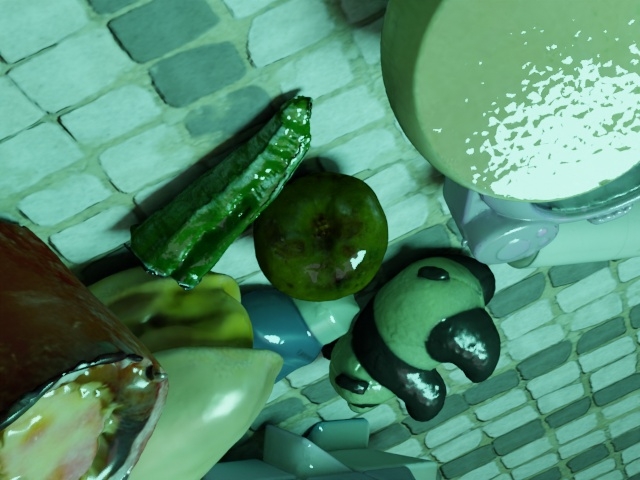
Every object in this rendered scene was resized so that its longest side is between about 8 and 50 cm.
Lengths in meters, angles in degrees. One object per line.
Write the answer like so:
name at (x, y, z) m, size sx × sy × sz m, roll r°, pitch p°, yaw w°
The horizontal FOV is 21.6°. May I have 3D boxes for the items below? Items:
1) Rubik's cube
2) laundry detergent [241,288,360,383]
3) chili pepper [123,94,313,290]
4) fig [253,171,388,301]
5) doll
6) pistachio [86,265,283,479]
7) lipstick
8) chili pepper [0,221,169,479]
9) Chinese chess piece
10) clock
Rubik's cube at (-0.037, 0.411, 2.108) m, size 0.387 × 0.358 × 0.368 m, roll 6°, pitch -174°, yaw -5°
laundry detergent at (-0.098, 0.122, 1.800) m, size 0.290 × 0.094 × 0.143 m, roll -31°, pitch 147°, yaw 6°
chili pepper at (-0.081, -0.053, 1.532) m, size 0.088 × 0.059 × 0.227 m, roll 29°, pitch 119°, yaw -27°
fig at (0.010, 0.012, 1.645) m, size 0.133 × 0.126 × 0.185 m, roll -37°, pitch 149°, yaw -4°
doll at (0.103, 0.108, 1.889) m, size 0.135 × 0.143 × 0.234 m, roll 24°, pitch 132°, yaw -26°
pistachio at (-0.187, 0.160, 1.639) m, size 0.309 × 0.230 × 0.230 m, roll -38°, pitch 151°, yaw 10°
lipstick at (0.347, -0.024, 1.887) m, size 0.327 × 0.087 × 0.087 m, roll -6°, pitch 148°, yaw -33°
chili pepper at (-0.290, 0.087, 1.397) m, size 0.251 × 0.305 × 0.229 m, roll -24°, pitch 148°, yaw -29°
Chinese chess piece at (0.182, -0.161, 1.377) m, size 0.273 × 0.102 × 0.273 m, roll -6°, pitch 121°, yaw -11°
clock at (0.283, -0.123, 1.633) m, size 0.322 × 0.113 × 0.295 m, roll -19°, pitch 152°, yaw -13°
